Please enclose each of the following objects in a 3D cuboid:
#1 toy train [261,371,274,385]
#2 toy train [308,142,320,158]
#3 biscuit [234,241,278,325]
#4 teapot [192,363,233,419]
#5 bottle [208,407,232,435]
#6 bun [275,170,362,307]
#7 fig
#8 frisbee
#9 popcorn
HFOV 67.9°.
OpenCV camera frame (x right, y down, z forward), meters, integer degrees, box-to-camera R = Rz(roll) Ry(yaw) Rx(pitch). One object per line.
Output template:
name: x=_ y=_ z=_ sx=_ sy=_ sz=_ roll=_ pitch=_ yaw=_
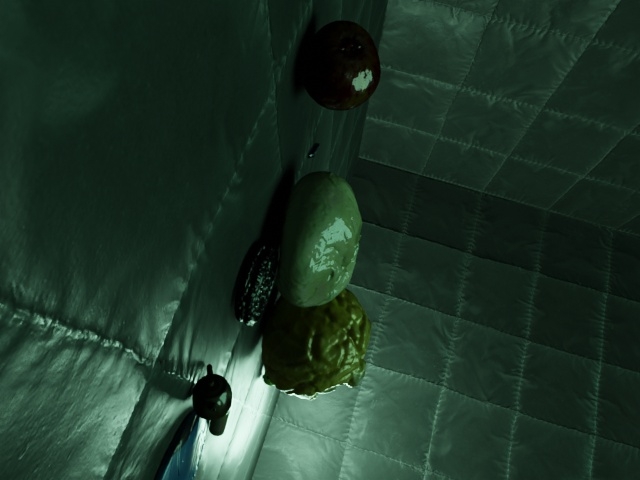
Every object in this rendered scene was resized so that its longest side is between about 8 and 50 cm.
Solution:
toy train: x=-0.160 y=0.444 z=1.839 sx=0.157 sy=0.105 sz=0.253 roll=-36 pitch=143 yaw=-60
toy train: x=-0.020 y=-0.267 z=1.427 sx=0.083 sy=0.017 sz=0.017 roll=-66 pitch=170 yaw=-51
biscuit: x=-0.142 y=0.097 z=1.071 sx=0.194 sy=0.053 sz=0.194 roll=16 pitch=90 yaw=-85
teapot: x=-0.207 y=0.285 z=0.909 sx=0.121 sy=0.076 sz=0.068 roll=-114 pitch=-157 yaw=-54
bottle: x=-0.240 y=0.420 z=1.138 sx=0.045 sy=0.045 sz=0.096 roll=-62 pitch=170 yaw=-66
bun: x=0.000 y=0.000 z=1.239 sx=0.361 sy=0.213 sz=0.361 roll=-172 pitch=-90 yaw=-86
fig: x=0.032 y=-0.348 z=1.018 sx=0.207 sy=0.175 sz=0.175 roll=-42 pitch=-154 yaw=61
frisbee: x=-0.270 y=0.456 z=0.940 sx=0.242 sy=0.045 sz=0.242 roll=16 pitch=90 yaw=-86
popcorn: x=-0.016 y=0.316 z=1.550 sx=0.354 sy=0.344 sz=0.390 roll=-19 pitch=115 yaw=-64
